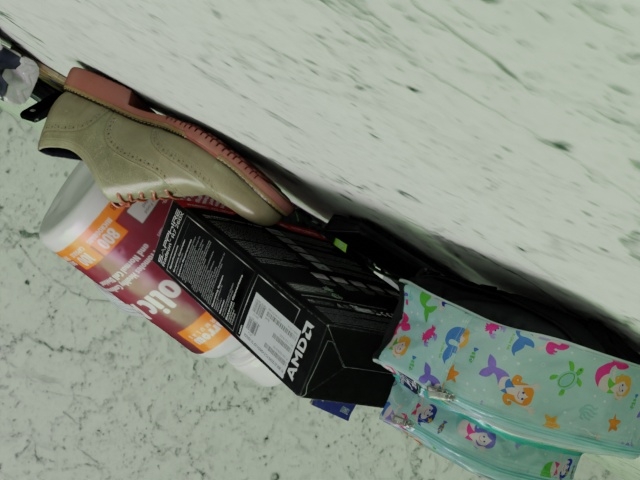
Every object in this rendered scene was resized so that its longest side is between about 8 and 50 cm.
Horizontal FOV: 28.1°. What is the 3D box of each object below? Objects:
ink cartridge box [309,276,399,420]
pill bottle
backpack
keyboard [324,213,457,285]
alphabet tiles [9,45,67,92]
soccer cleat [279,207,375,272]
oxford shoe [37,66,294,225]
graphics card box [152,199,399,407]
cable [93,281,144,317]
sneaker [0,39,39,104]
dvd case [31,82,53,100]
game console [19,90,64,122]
[{"bbox_3d":[0.084,0.157,1.804,0.045,0.224,0.223,29,176,19],"label":"ink cartridge box"},{"bbox_3d":[-0.175,0.024,1.796,0.392,0.224,0.224,38,173,-20],"label":"pill bottle"},{"bbox_3d":[0.196,0.142,1.258,0.225,0.191,0.253,18,175,-41],"label":"backpack"},{"bbox_3d":[0.143,0.055,1.559,0.317,0.033,0.201,33,170,-18],"label":"keyboard"},{"bbox_3d":[-0.402,-0.240,1.929,0.198,0.009,0.237,31,175,-4],"label":"alphabet tiles"},{"bbox_3d":[0.000,0.000,1.748,0.179,0.060,0.072,31,159,-28],"label":"soccer cleat"},{"bbox_3d":[-0.188,-0.082,1.525,0.348,0.130,0.123,28,175,27],"label":"oxford shoe"},{"bbox_3d":[-0.013,0.073,1.489,0.233,0.094,0.371,13,-167,-38],"label":"graphics card box"},{"bbox_3d":[-0.258,-0.003,2.018,0.089,0.257,0.257,36,-160,-46],"label":"cable"},{"bbox_3d":[-0.499,-0.266,1.730,0.153,0.094,0.235,22,-179,19],"label":"sneaker"},{"bbox_3d":[-0.487,-0.257,2.101,0.180,0.022,0.253,34,177,-9],"label":"dvd case"},{"bbox_3d":[-0.383,-0.185,1.929,0.071,0.107,0.122,63,163,-19],"label":"game console"}]
